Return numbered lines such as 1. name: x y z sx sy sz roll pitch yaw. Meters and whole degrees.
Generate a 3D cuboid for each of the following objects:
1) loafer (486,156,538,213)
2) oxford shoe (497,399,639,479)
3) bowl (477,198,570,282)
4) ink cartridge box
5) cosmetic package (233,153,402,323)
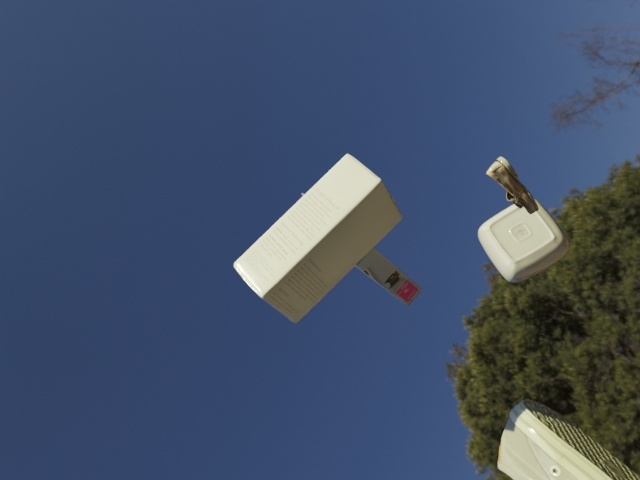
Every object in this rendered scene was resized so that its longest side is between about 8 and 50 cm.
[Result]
1. loafer: 0.326 -0.087 0.986 0.039 0.045 0.125 -40 -66 6
2. oxford shoe: 0.432 0.415 0.812 0.169 0.449 0.130 17 -73 -44
3. bowl: 0.383 -0.008 1.097 0.142 0.142 0.053 63 -171 29
4. ink cartridge box: 0.081 0.022 1.286 0.065 0.185 0.311 -49 -48 0
5. cosmetic package: 0.000 0.000 0.837 0.231 0.085 0.117 -45 -34 -3
